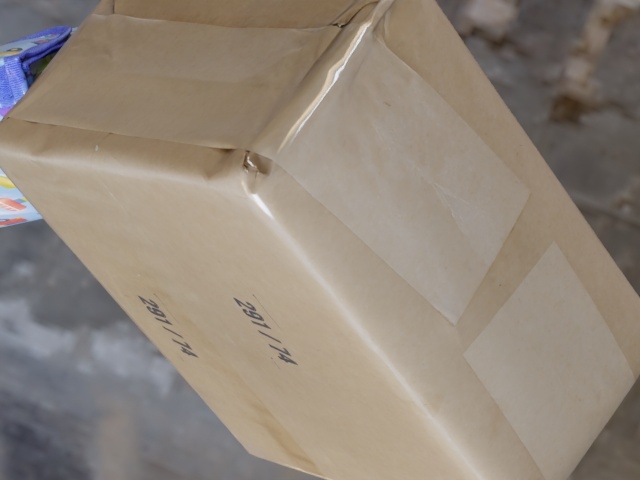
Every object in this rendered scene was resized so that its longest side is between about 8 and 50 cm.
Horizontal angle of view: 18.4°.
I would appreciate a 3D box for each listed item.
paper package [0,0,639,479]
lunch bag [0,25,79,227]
[{"bbox_3d":[0.000,0.000,1.212,0.168,0.309,0.325,-52,124,-20],"label":"paper package"},{"bbox_3d":[-0.262,-0.078,1.430,0.293,0.221,0.138,-13,91,-75],"label":"lunch bag"}]
